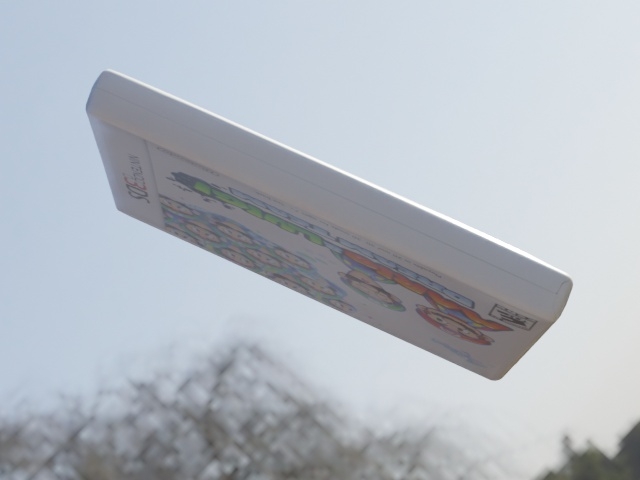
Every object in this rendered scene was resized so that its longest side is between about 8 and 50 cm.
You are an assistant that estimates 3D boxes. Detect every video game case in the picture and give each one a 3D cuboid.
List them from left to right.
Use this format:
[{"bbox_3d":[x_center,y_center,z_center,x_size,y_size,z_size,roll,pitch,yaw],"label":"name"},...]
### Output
[{"bbox_3d":[0.000,0.000,0.649,0.143,0.157,0.019,100,-166,-78],"label":"video game case"}]
